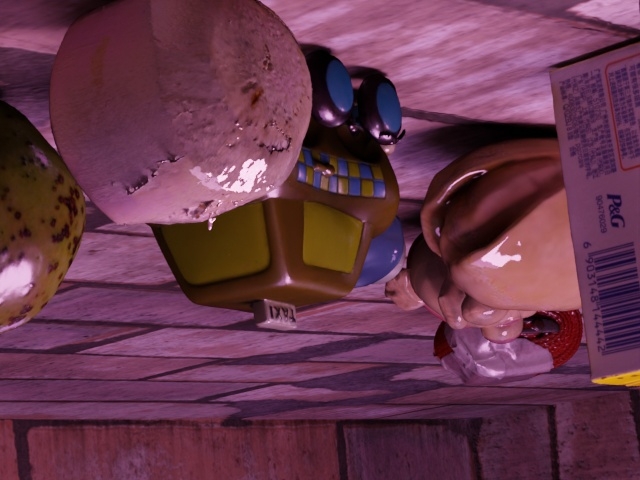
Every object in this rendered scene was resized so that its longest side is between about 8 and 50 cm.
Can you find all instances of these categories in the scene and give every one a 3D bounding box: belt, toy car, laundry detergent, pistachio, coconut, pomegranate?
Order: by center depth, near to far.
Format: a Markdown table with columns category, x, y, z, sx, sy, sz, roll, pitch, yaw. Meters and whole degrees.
| category | x | y | z | sx | sy | sz | roll | pitch | yaw |
| --- | --- | --- | --- | --- | --- | --- | --- | --- | --- |
| coconut | -0.104 | -0.084 | 1.266 | 0.183 | 0.171 | 0.171 | -23 | 161 | 34 |
| pomegranate | -0.301 | 0.002 | 1.467 | 0.214 | 0.214 | 0.248 | 1 | 140 | -30 |
| toy car | -0.042 | -0.027 | 1.504 | 0.204 | 0.198 | 0.248 | -12 | 168 | 29 |
| pistachio | 0.212 | -0.017 | 1.796 | 0.293 | 0.162 | 0.181 | 5 | 138 | -44 |
| laundry detergent | 0.000 | 0.000 | 1.980 | 0.143 | 0.094 | 0.290 | -18 | 167 | 32 |
| belt | 0.267 | 0.132 | 2.670 | 0.201 | 0.128 | 0.124 | -6 | 169 | -15 |

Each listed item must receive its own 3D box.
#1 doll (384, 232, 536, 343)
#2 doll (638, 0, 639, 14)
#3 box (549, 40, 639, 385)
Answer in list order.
| category | x | y | z | sx | sy | sz | roll | pitch | yaw |
| --- | --- | --- | --- | --- | --- | --- | --- | --- | --- |
| doll | 0.189 | 0.033 | 2.066 | 0.196 | 0.152 | 0.256 | 11 | 170 | -12 |
| doll | 0.340 | -0.128 | 1.112 | 0.284 | 0.240 | 0.310 | 35 | 178 | 34 |
| box | 0.288 | -0.026 | 1.504 | 0.097 | 0.265 | 0.168 | 3 | 165 | -45 |
